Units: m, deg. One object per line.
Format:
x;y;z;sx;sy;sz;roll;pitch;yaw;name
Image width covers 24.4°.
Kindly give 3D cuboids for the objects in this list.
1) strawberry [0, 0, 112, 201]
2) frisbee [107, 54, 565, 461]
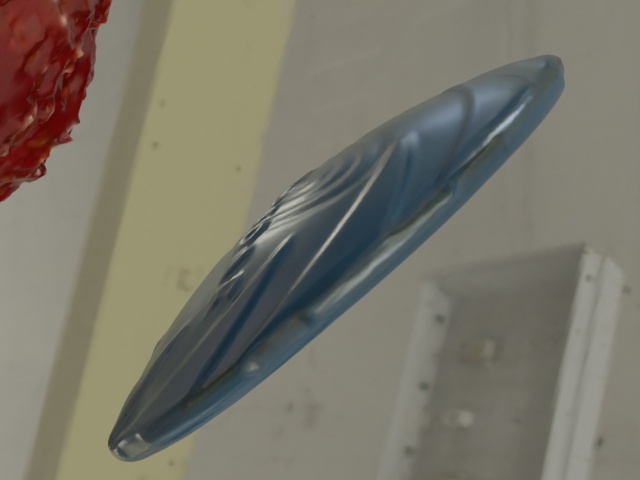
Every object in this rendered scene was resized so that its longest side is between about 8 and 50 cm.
-0.182;-0.123;0.566;0.257;0.257;0.277;-52;171;37;strawberry
-0.004;-0.004;0.724;0.289;0.049;0.289;-41;-176;4;frisbee
